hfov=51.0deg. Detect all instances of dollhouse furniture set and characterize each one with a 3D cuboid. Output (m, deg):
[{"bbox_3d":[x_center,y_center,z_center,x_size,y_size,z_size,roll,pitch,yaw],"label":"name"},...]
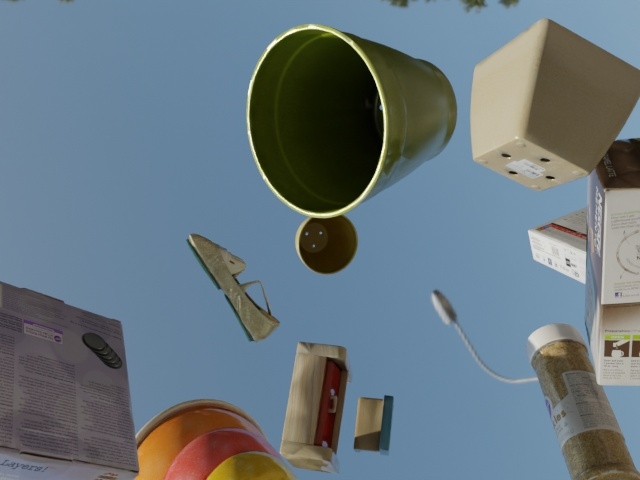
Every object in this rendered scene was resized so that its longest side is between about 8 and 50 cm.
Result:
[{"bbox_3d":[0.034,0.166,0.462,0.129,0.130,0.183,76,-160,-63],"label":"dollhouse furniture set"}]

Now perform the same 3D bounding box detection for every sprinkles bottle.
[{"bbox_3d":[0.500,0.325,1.302,0.121,0.121,0.355,39,-151,-27],"label":"sprinkles bottle"}]

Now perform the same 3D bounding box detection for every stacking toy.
[{"bbox_3d":[-0.149,0.485,1.219,0.351,0.480,0.350,4,-98,-31],"label":"stacking toy"}]

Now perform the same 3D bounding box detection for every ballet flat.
[{"bbox_3d":[-0.106,0.052,0.848,0.052,0.057,0.168,-31,-71,-3],"label":"ballet flat"}]

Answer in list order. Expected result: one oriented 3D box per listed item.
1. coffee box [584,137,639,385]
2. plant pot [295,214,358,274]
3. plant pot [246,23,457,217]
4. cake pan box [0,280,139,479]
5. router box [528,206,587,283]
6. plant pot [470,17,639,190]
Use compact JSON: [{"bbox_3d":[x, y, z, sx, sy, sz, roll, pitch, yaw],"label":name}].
[{"bbox_3d":[0.357,0.024,0.757,0.141,0.098,0.246,-67,-29,-59],"label":"coffee box"},{"bbox_3d":[0.000,0.000,1.439,0.134,0.095,0.134,-3,-82,-21],"label":"plant pot"},{"bbox_3d":[0.100,-0.258,1.408,0.353,0.367,0.366,-17,-93,-45],"label":"plant pot"},{"bbox_3d":[-0.355,0.171,0.816,0.267,0.070,0.245,30,-155,-43],"label":"cake pan box"},{"bbox_3d":[0.678,-0.001,1.461,0.301,0.335,0.082,-20,-72,-10],"label":"router box"},{"bbox_3d":[0.192,-0.105,0.577,0.109,0.109,0.096,23,-105,-14],"label":"plant pot"}]
